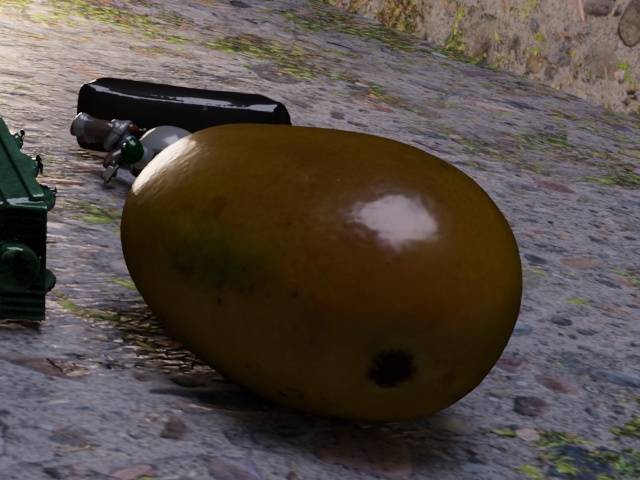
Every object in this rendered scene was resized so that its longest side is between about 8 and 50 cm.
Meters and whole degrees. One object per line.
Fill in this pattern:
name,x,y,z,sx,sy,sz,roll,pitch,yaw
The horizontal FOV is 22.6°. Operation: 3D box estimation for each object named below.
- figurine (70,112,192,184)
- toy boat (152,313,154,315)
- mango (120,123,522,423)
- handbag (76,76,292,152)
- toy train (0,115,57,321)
figurine,-0.224,-0.104,2.019,0.197,0.093,0.147,10,-9,17
toy boat,-0.116,0.069,1.624,0.063,0.016,0.115,20,16,23
mango,-0.013,0.010,1.490,0.300,0.232,0.446,-26,37,-30
handbag,-0.182,-0.162,2.216,0.285,0.113,0.257,7,9,1
toy train,-0.361,-0.028,1.562,0.178,0.138,0.330,-2,23,-20
